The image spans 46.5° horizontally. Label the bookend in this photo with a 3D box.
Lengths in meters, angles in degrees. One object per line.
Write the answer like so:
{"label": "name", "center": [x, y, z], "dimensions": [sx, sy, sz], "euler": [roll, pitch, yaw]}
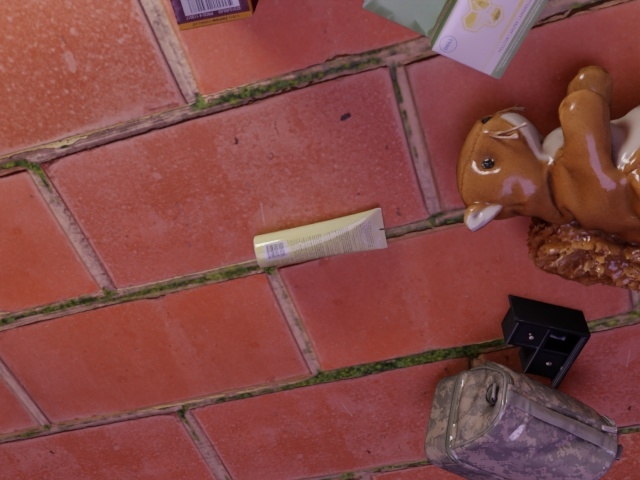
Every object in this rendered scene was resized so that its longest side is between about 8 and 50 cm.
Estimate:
{"label": "bookend", "center": [0.423, 0.202, 1.477], "dimensions": [0.157, 0.072, 0.156], "euler": [14, 126, -6]}

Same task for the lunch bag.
{"label": "lunch bag", "center": [0.400, 0.377, 1.477], "dimensions": [0.305, 0.213, 0.256], "euler": [27, 152, -14]}

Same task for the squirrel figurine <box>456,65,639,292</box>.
{"label": "squirrel figurine", "center": [0.411, -0.063, 1.172], "dimensions": [0.370, 0.281, 0.397], "euler": [-8, 123, 17]}

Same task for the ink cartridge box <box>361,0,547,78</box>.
{"label": "ink cartridge box", "center": [0.201, -0.360, 1.092], "dimensions": [0.235, 0.056, 0.171], "euler": [19, 125, -13]}

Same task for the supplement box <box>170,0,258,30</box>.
{"label": "supplement box", "center": [-0.139, -0.365, 1.021], "dimensions": [0.104, 0.188, 0.081], "euler": [-8, 124, 8]}

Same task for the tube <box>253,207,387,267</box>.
{"label": "tube", "center": [0.000, 0.000, 1.366], "dimensions": [0.240, 0.062, 0.070], "euler": [-11, 168, 5]}
